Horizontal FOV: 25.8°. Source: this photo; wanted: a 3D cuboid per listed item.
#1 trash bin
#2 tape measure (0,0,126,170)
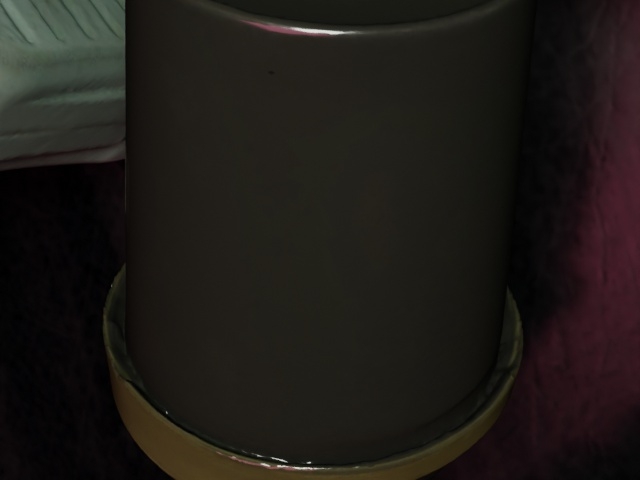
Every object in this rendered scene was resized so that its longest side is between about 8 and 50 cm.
[{"bbox_3d":[0.000,0.000,0.684,0.214,0.214,0.334,18,128,18],"label":"trash bin"},{"bbox_3d":[-0.188,-0.133,0.737,0.125,0.243,0.246,-41,78,24],"label":"tape measure"}]
